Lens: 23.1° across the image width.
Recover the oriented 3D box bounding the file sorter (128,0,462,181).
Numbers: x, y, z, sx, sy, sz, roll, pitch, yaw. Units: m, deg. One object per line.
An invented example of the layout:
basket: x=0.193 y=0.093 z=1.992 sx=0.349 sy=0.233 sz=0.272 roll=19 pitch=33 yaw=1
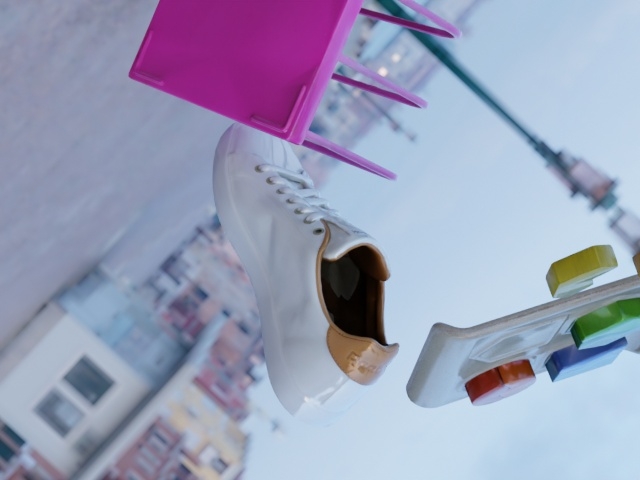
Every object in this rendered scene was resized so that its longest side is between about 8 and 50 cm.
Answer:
file sorter: x=0.014 y=-0.221 z=1.347 sx=0.182 sy=0.202 sz=0.290 roll=22 pitch=92 yaw=-50

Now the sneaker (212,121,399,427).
sneaker: x=0.000 y=0.000 z=1.274 sx=0.106 sy=0.290 sz=0.123 roll=13 pitch=137 yaw=-42

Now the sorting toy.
sorting toy: x=0.200 y=0.075 z=1.294 sx=0.229 sy=0.041 sz=0.307 roll=-13 pitch=160 yaw=-9
